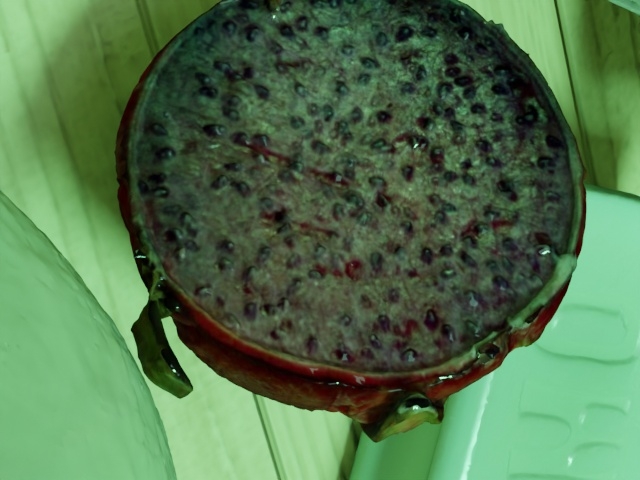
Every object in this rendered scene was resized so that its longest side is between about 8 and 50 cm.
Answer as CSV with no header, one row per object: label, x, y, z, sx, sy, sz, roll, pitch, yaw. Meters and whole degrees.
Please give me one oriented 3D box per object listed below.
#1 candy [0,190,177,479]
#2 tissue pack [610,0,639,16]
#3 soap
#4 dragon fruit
candy,-0.241,0.123,0.758,0.386,0.186,0.427,-33,118,-21
tissue pack,0.303,-0.159,1.050,0.305,0.239,0.238,-46,128,-35
soap,0.109,0.096,1.074,0.160,0.087,0.265,10,97,-40
dragon fruit,0.003,-0.002,0.928,0.219,0.148,0.223,8,66,-11
